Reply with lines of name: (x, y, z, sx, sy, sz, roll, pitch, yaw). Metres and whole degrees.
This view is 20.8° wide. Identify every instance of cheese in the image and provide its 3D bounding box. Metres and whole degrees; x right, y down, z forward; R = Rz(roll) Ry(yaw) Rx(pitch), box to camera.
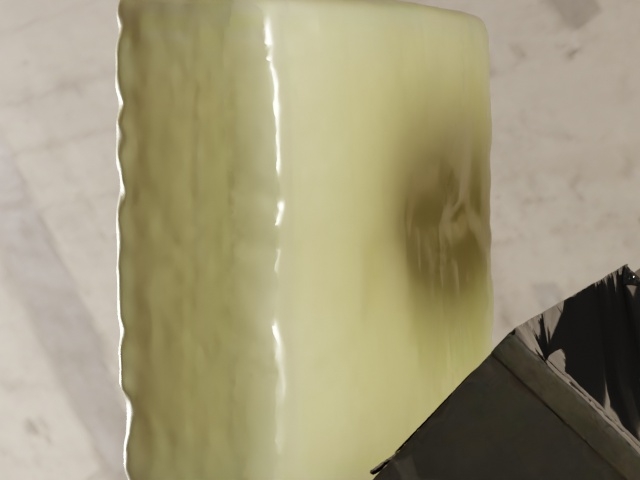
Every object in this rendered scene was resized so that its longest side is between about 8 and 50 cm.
cheese: (0.000, 0.000, 0.949, 0.124, 0.242, 0.266, 2, -84, 29)

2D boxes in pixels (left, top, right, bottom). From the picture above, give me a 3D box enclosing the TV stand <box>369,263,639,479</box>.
TV stand: (0.073, 0.040, 0.440, 0.049, 0.256, 0.040, 44, -77, 10)
